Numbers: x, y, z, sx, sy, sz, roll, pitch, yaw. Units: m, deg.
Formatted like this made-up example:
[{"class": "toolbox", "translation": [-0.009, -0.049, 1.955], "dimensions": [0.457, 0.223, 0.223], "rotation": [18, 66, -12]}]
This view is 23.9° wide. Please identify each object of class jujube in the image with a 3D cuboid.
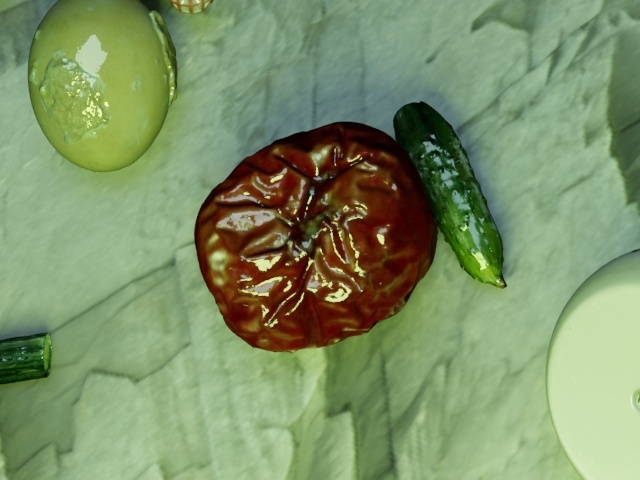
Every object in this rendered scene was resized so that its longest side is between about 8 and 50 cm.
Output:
[{"class": "jujube", "translation": [0.000, 0.000, 1.501], "dimensions": [0.232, 0.213, 0.213], "rotation": [-25, 66, 5]}]

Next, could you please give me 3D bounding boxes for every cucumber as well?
[{"class": "cucumber", "translation": [-0.331, 0.126, 1.585], "dimensions": [0.105, 0.048, 0.048], "rotation": [-10, 67, 8]}, {"class": "cucumber", "translation": [0.137, -0.047, 1.563], "dimensions": [0.069, 0.069, 0.227], "rotation": [-24, 69, 0]}]

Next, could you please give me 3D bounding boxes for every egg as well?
[{"class": "egg", "translation": [-0.233, -0.174, 1.626], "dimensions": [0.164, 0.164, 0.201], "rotation": [-2, 82, 9]}]

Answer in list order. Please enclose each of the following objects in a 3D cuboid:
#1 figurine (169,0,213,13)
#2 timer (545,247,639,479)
[{"class": "figurine", "translation": [-0.164, -0.384, 1.697], "dimensions": [0.370, 0.167, 0.281], "rotation": [-20, 59, -6]}, {"class": "timer", "translation": [0.369, 0.122, 1.384], "dimensions": [0.285, 0.285, 0.285], "rotation": [-3, 68, 8]}]
